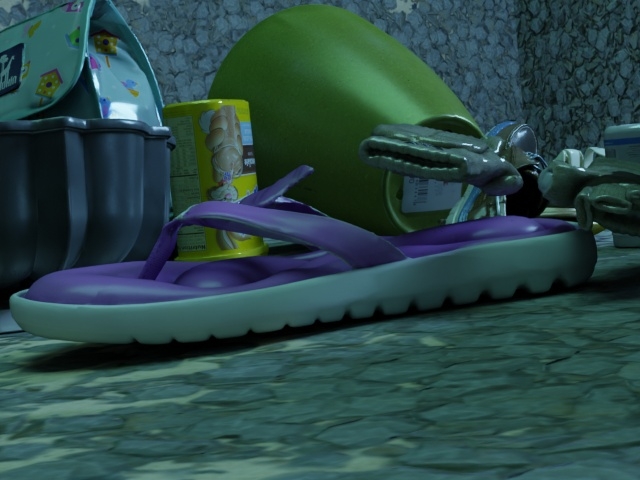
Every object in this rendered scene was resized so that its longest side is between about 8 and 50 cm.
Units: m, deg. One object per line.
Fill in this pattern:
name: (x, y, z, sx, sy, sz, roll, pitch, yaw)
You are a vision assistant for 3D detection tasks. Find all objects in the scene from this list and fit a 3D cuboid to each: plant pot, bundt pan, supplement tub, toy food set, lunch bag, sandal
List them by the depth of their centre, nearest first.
sandal: (-0.007, 0.000, 0.882, 0.416, 0.102, 0.169, -6, 4, -25)
bundt pan: (-0.278, -0.010, 1.101, 0.330, 0.124, 0.331, -8, -4, -1)
supplement tub: (0.290, -0.051, 1.146, 0.071, 0.107, 0.071, -6, 5, 1)
toy food set: (0.212, -0.010, 1.258, 0.132, 0.038, 0.192, 0, -4, -24)
lunch bag: (-0.281, -0.107, 1.352, 0.223, 0.262, 0.160, -18, 0, 25)
plant pot: (0.052, -0.103, 1.438, 0.274, 0.275, 0.293, -8, 21, -26)

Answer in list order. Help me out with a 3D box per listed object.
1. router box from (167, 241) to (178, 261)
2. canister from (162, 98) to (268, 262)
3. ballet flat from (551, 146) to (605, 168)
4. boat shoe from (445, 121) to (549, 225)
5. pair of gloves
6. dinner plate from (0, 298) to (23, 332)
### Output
router box: (-0.132, 0.008, 1.402, 0.092, 0.038, 0.122, -9, 5, -23)
canister: (-0.103, -0.051, 1.269, 0.073, 0.170, 0.126, -5, 5, 15)
ballet flat: (0.347, -0.082, 1.683, 0.077, 0.079, 0.221, -10, 5, -34)
boat shoe: (0.171, -0.045, 1.144, 0.066, 0.066, 0.183, -12, 35, 35)
pair of gloves: (0.151, -0.041, 0.909, 0.240, 0.042, 0.204, 11, 11, 5)
dinner plate: (-0.239, 0.058, 1.041, 0.141, 0.017, 0.141, -4, 4, 0)
